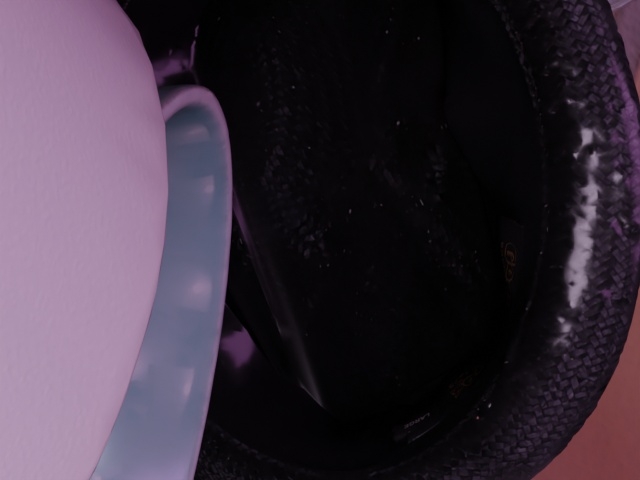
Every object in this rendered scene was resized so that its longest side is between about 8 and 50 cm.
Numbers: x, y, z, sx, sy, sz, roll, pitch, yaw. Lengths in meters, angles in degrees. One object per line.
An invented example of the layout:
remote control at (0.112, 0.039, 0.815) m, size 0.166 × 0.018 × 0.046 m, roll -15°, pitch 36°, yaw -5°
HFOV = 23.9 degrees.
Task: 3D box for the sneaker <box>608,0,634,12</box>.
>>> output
sneaker at (0.128, -0.167, 0.915) m, size 0.366 × 0.210 × 0.137 m, roll -51°, pitch 122°, yaw -39°

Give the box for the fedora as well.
fedora at (0.021, -0.033, 0.744) m, size 0.152 × 0.334 × 0.334 m, roll -9°, pitch 93°, yaw -67°

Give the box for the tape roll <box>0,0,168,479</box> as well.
tape roll at (-0.183, 0.006, 0.392) m, size 0.100 × 0.286 × 0.286 m, roll 45°, pitch 54°, yaw -51°

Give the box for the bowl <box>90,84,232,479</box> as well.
bowl at (-0.148, 0.082, 0.555) m, size 0.311 × 0.163 × 0.311 m, roll 11°, pitch 90°, yaw -84°
